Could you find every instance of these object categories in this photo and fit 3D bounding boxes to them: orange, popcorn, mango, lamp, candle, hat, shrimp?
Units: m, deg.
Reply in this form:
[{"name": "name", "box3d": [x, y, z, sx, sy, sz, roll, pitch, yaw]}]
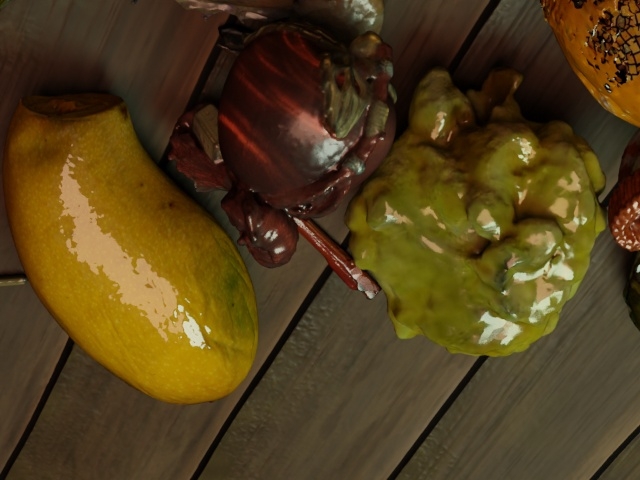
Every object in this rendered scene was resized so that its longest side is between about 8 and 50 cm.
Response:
[{"name": "orange", "box3d": [0.277, -0.182, 0.909, 0.234, 0.234, 0.182, 40, 96, -18]}, {"name": "popcorn", "box3d": [0.145, -0.027, 1.064, 0.233, 0.192, 0.266, -1, 99, 24]}, {"name": "mango", "box3d": [-0.188, 0.015, 1.132, 0.187, 0.144, 0.359, -33, 109, 10]}, {"name": "lamp", "box3d": [-0.035, -0.104, 1.007, 0.223, 0.215, 0.151, -39, 133, 6]}, {"name": "candle", "box3d": [-0.001, 0.001, 1.173, 0.026, 0.021, 0.167, -36, 113, 23]}, {"name": "hat", "box3d": [0.302, -0.076, 1.013, 0.093, 0.162, 0.112, 24, 140, -24]}, {"name": "shrimp", "box3d": [-0.055, -0.200, 1.040, 0.223, 0.047, 0.126, 3, 133, 2]}]

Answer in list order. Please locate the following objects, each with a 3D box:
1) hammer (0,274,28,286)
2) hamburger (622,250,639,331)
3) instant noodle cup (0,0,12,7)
[{"name": "hammer", "box3d": [-0.406, 0.040, 1.238, 0.195, 0.028, 0.060, -6, 115, 5]}, {"name": "hamburger", "box3d": [0.425, 0.035, 1.094, 0.265, 0.134, 0.285, 8, 129, -7]}, {"name": "instant noodle cup", "box3d": [-0.315, -0.290, 0.874, 0.339, 0.266, 0.340, 2, 124, 3]}]
